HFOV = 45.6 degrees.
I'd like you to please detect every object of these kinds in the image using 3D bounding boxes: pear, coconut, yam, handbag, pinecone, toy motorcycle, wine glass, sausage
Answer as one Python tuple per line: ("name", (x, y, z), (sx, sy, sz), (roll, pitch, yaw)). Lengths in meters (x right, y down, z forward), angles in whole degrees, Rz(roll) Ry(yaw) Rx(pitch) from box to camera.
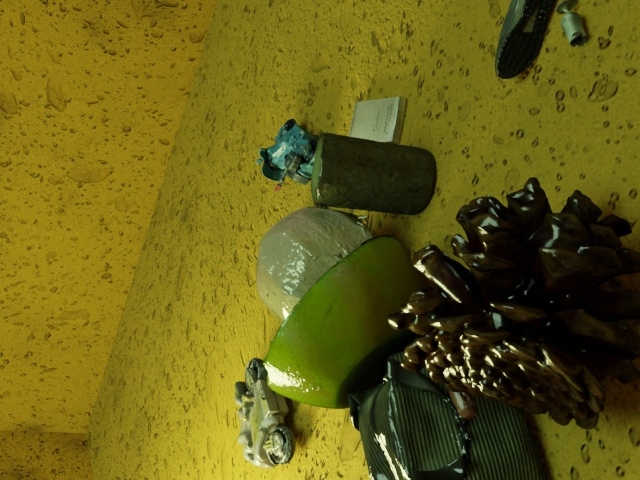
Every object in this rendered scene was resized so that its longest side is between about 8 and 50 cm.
("pear", (0.083, 0.195, 1.503), (0.165, 0.398, 0.399), (42, 121, 26))
("coconut", (-0.006, 0.069, 1.704), (0.254, 0.297, 0.297), (47, 122, 42))
("yam", (0.101, -0.141, 1.643), (0.161, 0.267, 0.161), (-175, 90, -71))
("handbag", (0.202, 0.344, 1.311), (0.247, 0.240, 0.341), (-54, 39, 44))
("pinecone", (0.303, 0.065, 1.122), (0.384, 0.384, 0.385), (-28, 57, 55))
("toy motorcycle", (-0.084, -0.233, 2.143), (0.182, 0.123, 0.272), (-60, 32, 13))
("wine glass", (0.440, -0.379, 1.324), (0.039, 0.042, 0.083), (72, -173, -63))
("sausage", (0.218, 0.218, 1.252), (0.036, 0.042, 0.158), (-23, 52, 9))
("toy motorcycle", (-0.161, 0.490, 2.056), (0.223, 0.107, 0.341), (-62, 36, 31))

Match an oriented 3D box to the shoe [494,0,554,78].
("shoe", (0.373, -0.396, 1.425), (0.077, 0.074, 0.195), (-128, 56, -68))

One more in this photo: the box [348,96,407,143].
("box", (0.136, -0.289, 1.851), (0.198, 0.029, 0.109), (10, 90, 60))

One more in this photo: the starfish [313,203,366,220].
("starfish", (-0.002, -0.002, 1.970), (0.358, 0.078, 0.347), (-48, 39, 44))
